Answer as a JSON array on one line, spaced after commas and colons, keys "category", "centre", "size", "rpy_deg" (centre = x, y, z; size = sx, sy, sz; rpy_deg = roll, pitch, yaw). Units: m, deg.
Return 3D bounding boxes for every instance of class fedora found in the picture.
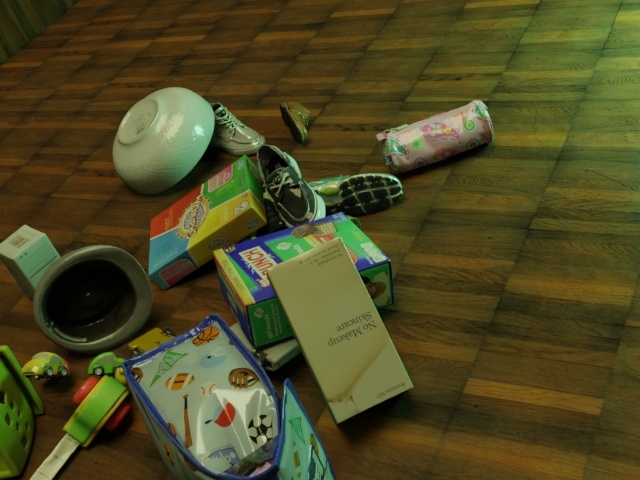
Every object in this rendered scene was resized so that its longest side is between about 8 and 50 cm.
[{"category": "fedora", "centre": [-0.530, 0.134, 2.019], "size": [0.275, 0.244, 0.124], "rpy_deg": [-35, 9, -4]}]

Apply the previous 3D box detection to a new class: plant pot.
[{"category": "plant pot", "centre": [-0.732, 0.355, 1.809], "size": [0.228, 0.227, 0.207], "rpy_deg": [-10, 32, 16]}]

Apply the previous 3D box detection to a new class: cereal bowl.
[{"category": "cereal bowl", "centre": [-0.476, -0.309, 2.475], "size": [0.339, 0.141, 0.339], "rpy_deg": [-21, 49, 27]}]

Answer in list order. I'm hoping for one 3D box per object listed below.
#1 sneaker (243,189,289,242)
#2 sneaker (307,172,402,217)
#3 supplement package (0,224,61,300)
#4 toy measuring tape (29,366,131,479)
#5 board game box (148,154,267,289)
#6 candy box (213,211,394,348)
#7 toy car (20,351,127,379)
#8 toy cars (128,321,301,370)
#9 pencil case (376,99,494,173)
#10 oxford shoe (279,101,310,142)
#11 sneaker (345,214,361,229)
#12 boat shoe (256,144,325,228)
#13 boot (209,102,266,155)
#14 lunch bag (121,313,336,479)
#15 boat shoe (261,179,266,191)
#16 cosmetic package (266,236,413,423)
[{"category": "sneaker", "centre": [-0.118, -0.031, 2.113], "size": [0.097, 0.084, 0.235], "rpy_deg": [2, 49, 13]}, {"category": "sneaker", "centre": [0.069, -0.129, 2.119], "size": [0.275, 0.107, 0.110], "rpy_deg": [-5, 31, 21]}, {"category": "supplement package", "centre": [-0.721, 0.067, 2.185], "size": [0.105, 0.179, 0.105], "rpy_deg": [18, 52, 40]}, {"category": "toy measuring tape", "centre": [-0.482, 0.378, 1.734], "size": [0.121, 0.121, 0.330], "rpy_deg": [9, 47, 34]}, {"category": "board game box", "centre": [-0.285, -0.047, 2.139], "size": [0.316, 0.064, 0.242], "rpy_deg": [-33, 35, 14]}, {"category": "candy box", "centre": [-0.042, 0.076, 1.832], "size": [0.317, 0.122, 0.268], "rpy_deg": [-18, 29, -14]}, {"category": "toy car", "centre": [-0.523, 0.271, 1.876], "size": [0.225, 0.239, 0.053], "rpy_deg": [-1, 80, -10]}, {"category": "toy cars", "centre": [-0.220, 0.245, 1.807], "size": [0.393, 0.087, 0.176], "rpy_deg": [-8, 27, 10]}, {"category": "pencil case", "centre": [0.288, -0.259, 2.155], "size": [0.284, 0.124, 0.124], "rpy_deg": [-18, 37, 3]}, {"category": "oxford shoe", "centre": [-0.062, -0.352, 2.480], "size": [0.076, 0.076, 0.212], "rpy_deg": [-13, 37, -7]}, {"category": "sneaker", "centre": [0.000, 0.000, 2.027], "size": [0.192, 0.064, 0.086], "rpy_deg": [-33, 25, -10]}, {"category": "boat shoe", "centre": [-0.082, -0.130, 2.068], "size": [0.108, 0.102, 0.301], "rpy_deg": [-38, 44, 14]}, {"category": "boot", "centre": [-0.273, -0.330, 2.508], "size": [0.258, 0.123, 0.095], "rpy_deg": [16, 50, 39]}, {"category": "lunch bag", "centre": [-0.121, 0.358, 1.419], "size": [0.239, 0.328, 0.385], "rpy_deg": [-31, 36, -15]}, {"category": "boat shoe", "centre": [-0.160, -0.118, 2.228], "size": [0.223, 0.080, 0.073], "rpy_deg": [-41, 46, -17]}, {"category": "cosmetic package", "centre": [0.033, 0.169, 1.607], "size": [0.160, 0.113, 0.309], "rpy_deg": [-26, 79, -6]}]
